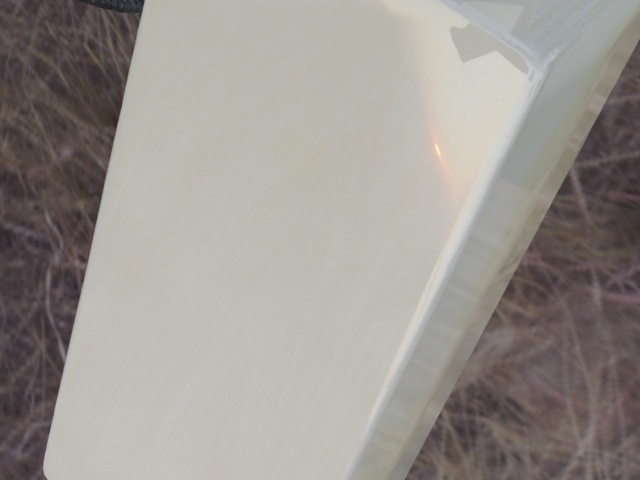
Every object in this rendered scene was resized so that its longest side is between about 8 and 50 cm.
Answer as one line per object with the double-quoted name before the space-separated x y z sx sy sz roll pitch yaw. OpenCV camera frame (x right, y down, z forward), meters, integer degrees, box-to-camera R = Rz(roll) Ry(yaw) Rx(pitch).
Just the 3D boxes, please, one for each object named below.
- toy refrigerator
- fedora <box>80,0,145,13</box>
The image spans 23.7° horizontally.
"toy refrigerator" 0.000 0.000 0.455 0.102 0.094 0.269 35 137 14
"fedora" -0.022 -0.239 0.820 0.152 0.334 0.334 27 101 -49
